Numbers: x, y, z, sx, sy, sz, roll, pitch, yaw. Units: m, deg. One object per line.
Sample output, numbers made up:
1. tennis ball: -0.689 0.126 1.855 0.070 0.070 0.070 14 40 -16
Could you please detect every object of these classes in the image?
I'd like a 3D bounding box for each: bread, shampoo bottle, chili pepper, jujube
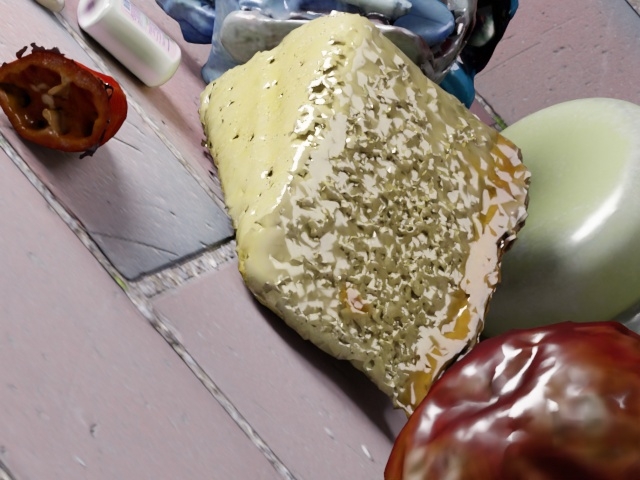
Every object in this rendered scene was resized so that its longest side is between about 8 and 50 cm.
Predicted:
1. bread: 0.000 0.000 1.601 0.248 0.279 0.315 42 57 -23
2. shampoo bottle: 0.284 0.044 1.827 0.317 0.322 0.322 47 11 -34
3. chili pepper: -0.174 -0.100 1.335 0.088 0.065 0.169 35 6 1
4. jujube: 0.191 0.233 1.117 0.377 0.276 0.276 48 12 -21
5. shampoo bottle: -0.161 -0.174 1.611 0.099 0.043 0.072 42 14 -29

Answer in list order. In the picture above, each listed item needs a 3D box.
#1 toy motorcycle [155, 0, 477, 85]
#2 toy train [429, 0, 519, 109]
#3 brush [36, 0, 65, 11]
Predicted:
1. toy motorcycle: -0.020 -0.186 1.729 0.182 0.319 0.241 -13 96 -47
2. toy train: 0.037 -0.255 1.961 0.265 0.300 0.188 49 55 -33
3. brush: -0.265 -0.300 1.649 0.060 0.050 0.321 43 21 -36
